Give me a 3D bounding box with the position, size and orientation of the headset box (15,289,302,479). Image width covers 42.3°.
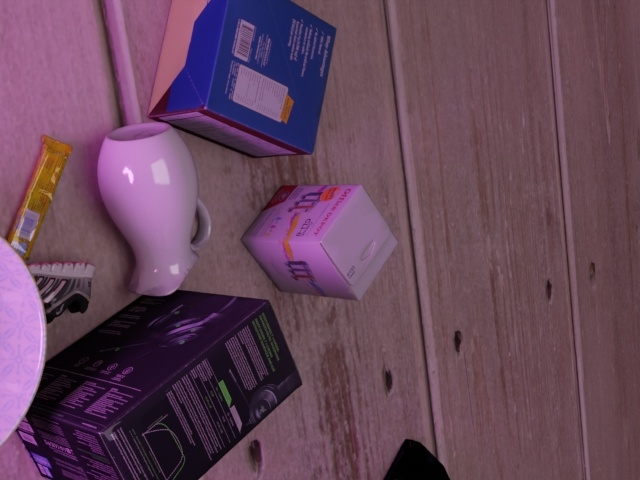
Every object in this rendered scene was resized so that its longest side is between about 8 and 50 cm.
[{"bbox_3d":[-0.200,0.178,1.021,0.283,0.246,0.131,-39,118,-39],"label":"headset box"}]

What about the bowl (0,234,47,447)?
[{"bbox_3d":[-0.445,0.101,0.830,0.290,0.156,0.289,-4,95,-46],"label":"bowl"}]

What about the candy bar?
[{"bbox_3d":[-0.349,-0.052,1.018,0.040,0.018,0.161,28,73,-39],"label":"candy bar"}]

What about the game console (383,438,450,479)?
[{"bbox_3d":[0.142,0.569,1.536,0.213,0.044,0.361,53,56,-31],"label":"game console"}]

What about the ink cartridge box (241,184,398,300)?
[{"bbox_3d":[0.000,0.000,1.264,0.128,0.176,0.127,-55,127,-29],"label":"ink cartridge box"}]

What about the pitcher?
[{"bbox_3d":[-0.209,-0.055,1.104,0.178,0.126,0.207,-51,139,-57],"label":"pitcher"}]

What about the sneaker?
[{"bbox_3d":[-0.345,0.065,0.995,0.170,0.063,0.074,-2,87,-50],"label":"sneaker"}]

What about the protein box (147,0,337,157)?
[{"bbox_3d":[-0.106,-0.240,1.172,0.201,0.136,0.199,18,79,-45],"label":"protein box"}]
